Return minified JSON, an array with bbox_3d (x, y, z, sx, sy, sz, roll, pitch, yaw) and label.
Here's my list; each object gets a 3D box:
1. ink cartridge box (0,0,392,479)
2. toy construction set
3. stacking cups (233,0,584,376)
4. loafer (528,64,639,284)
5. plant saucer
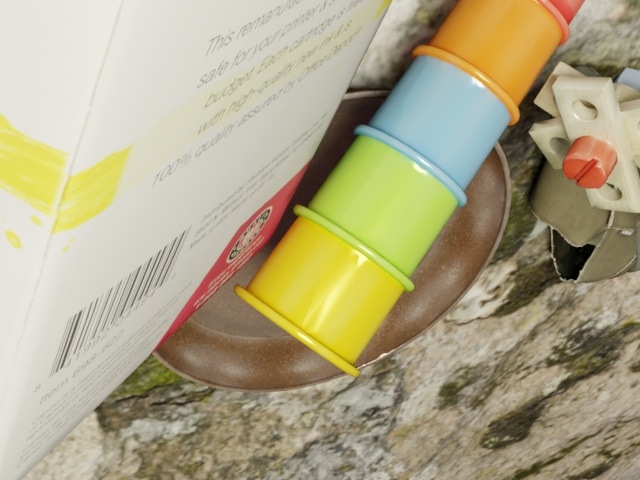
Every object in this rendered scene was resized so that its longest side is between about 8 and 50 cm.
[{"bbox_3d":[-0.084,-0.106,0.459,0.279,0.160,0.385,-44,168,-49],"label":"ink cartridge box"},{"bbox_3d":[0.286,-0.111,0.703,0.327,0.151,0.215,-41,146,-20],"label":"toy construction set"},{"bbox_3d":[0.078,-0.066,0.655,0.316,0.096,0.096,-53,137,-4],"label":"stacking cups"},{"bbox_3d":[0.222,-0.037,0.860,0.087,0.094,0.251,-30,139,-3],"label":"loafer"},{"bbox_3d":[0.000,0.000,0.817,0.310,0.050,0.311,-14,137,-13],"label":"plant saucer"}]
